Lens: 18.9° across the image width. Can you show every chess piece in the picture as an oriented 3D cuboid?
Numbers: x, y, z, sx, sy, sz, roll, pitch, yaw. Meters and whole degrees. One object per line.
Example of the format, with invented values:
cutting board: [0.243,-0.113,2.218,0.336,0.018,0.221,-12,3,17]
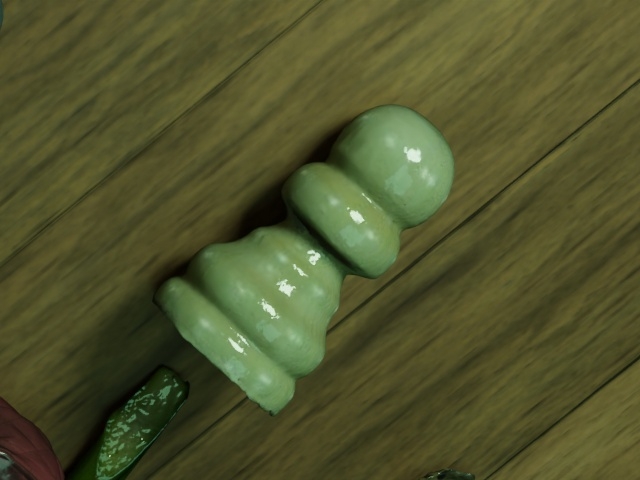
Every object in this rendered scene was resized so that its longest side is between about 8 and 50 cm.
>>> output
chess piece: [0.000,0.000,1.449,0.243,0.133,0.133,-47,127,1]

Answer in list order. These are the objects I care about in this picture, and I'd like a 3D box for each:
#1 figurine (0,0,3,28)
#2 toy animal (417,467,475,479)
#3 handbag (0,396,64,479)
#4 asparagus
figurine: [-0.339,-0.068,1.238,0.265,0.140,0.193,0,97,-10]
toy animal: [0.079,0.293,1.690,0.186,0.093,0.214,-30,135,2]
handbag: [-0.299,0.217,1.438,0.225,0.135,0.146,-41,127,-1]
asparagus: [-0.168,0.176,1.527,0.045,0.041,0.178,27,106,-43]
